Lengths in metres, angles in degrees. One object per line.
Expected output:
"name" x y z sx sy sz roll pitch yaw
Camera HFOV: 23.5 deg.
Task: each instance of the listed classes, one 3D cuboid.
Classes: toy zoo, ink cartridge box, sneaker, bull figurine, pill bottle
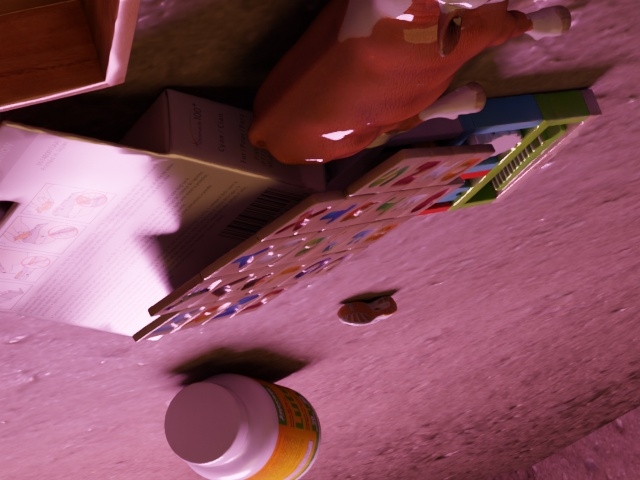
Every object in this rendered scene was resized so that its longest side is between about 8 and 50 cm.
"toy zoo" 0.092 -0.069 1.418 0.293 0.030 0.192 -10 160 -29
"ink cartridge box" -0.180 -0.020 1.219 0.261 0.066 0.296 12 148 -30
"sneaker" 0.053 0.091 1.850 0.083 0.032 0.037 -7 158 -33
"bull figurine" 0.070 -0.144 1.051 0.188 0.101 0.310 -13 167 -39
"pill bottle" -0.101 0.242 1.964 0.136 0.136 0.245 -24 162 15

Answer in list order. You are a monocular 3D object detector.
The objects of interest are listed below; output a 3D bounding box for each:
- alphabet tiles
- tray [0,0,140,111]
"alphabet tiles" 0.000 0.000 1.306 0.285 0.011 0.342 -34 171 22
"tray" -0.303 -0.103 0.802 0.411 0.076 0.203 -16 169 -15
